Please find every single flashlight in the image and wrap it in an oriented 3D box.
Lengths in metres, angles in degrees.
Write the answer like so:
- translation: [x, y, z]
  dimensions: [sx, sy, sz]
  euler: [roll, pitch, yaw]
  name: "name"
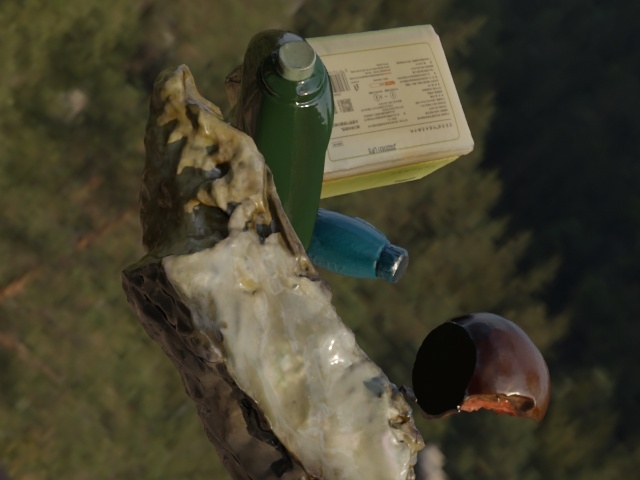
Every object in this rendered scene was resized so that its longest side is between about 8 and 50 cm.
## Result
- translation: [0.000, 0.000, 1.243]
  dimensions: [0.129, 0.051, 0.051]
  euler: [23, 15, 21]
  name: "flashlight"

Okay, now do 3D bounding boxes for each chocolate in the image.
- translation: [0.167, 0.140, 1.746]
  dimensions: [0.133, 0.127, 0.124]
  euler: [22, 14, -49]
  name: "chocolate"

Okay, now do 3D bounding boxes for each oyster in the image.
- translation: [-0.035, 0.066, 1.042]
  dimensions: [0.166, 0.110, 0.341]
  euler: [22, -39, 63]
  name: "oyster"

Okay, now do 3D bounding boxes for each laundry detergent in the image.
- translation: [-0.029, -0.077, 1.139]
  dimensions: [0.063, 0.211, 0.137]
  euler: [-2, 64, -8]
  name: "laundry detergent"

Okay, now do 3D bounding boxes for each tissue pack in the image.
- translation: [0.031, -0.140, 1.925]
  dimensions: [0.234, 0.125, 0.159]
  euler: [-13, 80, -37]
  name: "tissue pack"
